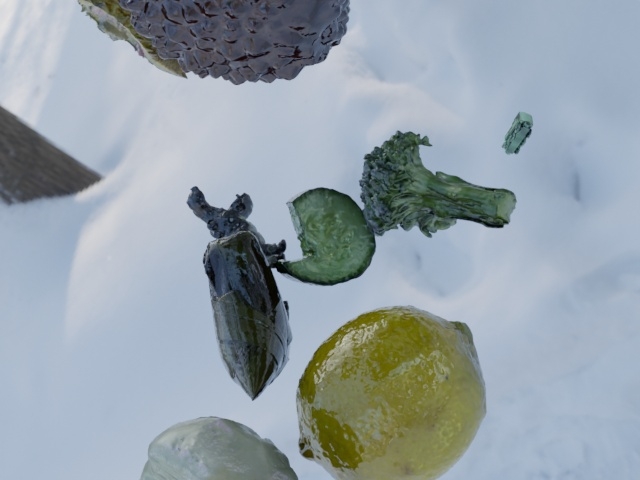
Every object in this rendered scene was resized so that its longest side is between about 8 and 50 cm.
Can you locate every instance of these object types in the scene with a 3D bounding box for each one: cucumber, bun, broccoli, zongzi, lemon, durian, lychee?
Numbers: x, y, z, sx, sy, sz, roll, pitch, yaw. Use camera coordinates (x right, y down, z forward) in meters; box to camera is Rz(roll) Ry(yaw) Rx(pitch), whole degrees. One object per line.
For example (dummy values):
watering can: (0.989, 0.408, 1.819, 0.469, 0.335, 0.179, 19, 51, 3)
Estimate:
cucumber: (0.009, -0.003, 1.814, 0.191, 0.191, 0.130, -62, 17, -9)
bun: (-0.135, 0.457, 1.536, 0.365, 0.219, 0.365, 15, 113, 41)
broccoli: (0.192, -0.054, 1.597, 0.275, 0.198, 0.177, 27, 61, 23)
zongzi: (-0.135, 0.136, 1.709, 0.138, 0.286, 0.300, -13, 6, 2)
lemon: (0.123, 0.277, 1.655, 0.336, 0.336, 0.336, -37, 35, 31)
durian: (-0.290, -0.348, 1.541, 0.078, 0.224, 0.140, -58, 26, -12)
lychee: (-0.085, -0.347, 1.171, 0.306, 0.330, 0.306, 179, 90, -76)

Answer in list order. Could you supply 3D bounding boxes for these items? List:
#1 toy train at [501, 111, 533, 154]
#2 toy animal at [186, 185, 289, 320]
toy train: (0.384, -0.206, 1.867, 0.053, 0.033, 0.083, -83, 16, -46)
toy animal: (-0.157, 0.026, 1.980, 0.168, 0.106, 0.343, -16, 64, -10)
